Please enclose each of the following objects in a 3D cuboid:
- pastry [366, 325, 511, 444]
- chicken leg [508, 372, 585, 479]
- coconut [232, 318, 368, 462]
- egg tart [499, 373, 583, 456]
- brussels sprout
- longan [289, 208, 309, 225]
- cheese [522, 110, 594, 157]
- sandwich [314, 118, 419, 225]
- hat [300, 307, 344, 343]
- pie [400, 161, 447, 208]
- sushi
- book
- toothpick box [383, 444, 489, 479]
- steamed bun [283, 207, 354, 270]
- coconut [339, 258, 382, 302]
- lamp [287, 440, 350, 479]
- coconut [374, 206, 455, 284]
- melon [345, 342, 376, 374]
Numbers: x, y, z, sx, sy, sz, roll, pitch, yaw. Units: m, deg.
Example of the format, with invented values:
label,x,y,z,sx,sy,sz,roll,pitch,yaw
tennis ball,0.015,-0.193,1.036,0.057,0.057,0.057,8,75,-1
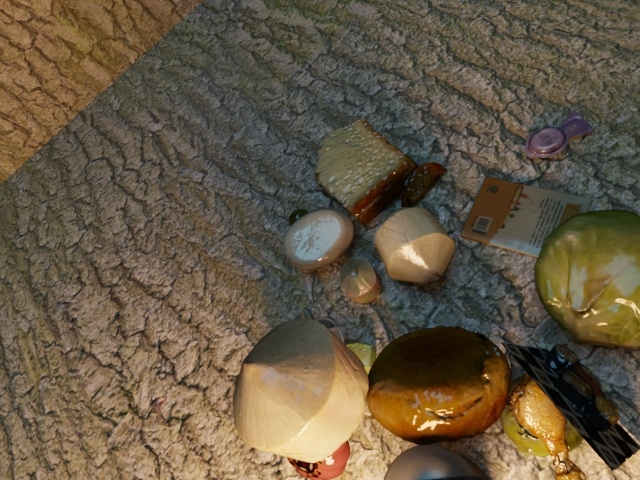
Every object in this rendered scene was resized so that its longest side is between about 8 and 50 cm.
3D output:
label,x,y,z,sx,sy,sz,roll,pitch,yaw
pastry,0.267,0.323,1.196,0.356,0.163,0.356,-11,18,4
chicken leg,0.484,0.401,1.079,0.107,0.087,0.251,-23,78,0
coconut,-0.059,0.328,1.133,0.329,0.329,0.328,-11,59,20
egg tart,0.504,0.393,1.174,0.197,0.078,0.197,-10,60,19
brussels sprout,0.665,0.082,1.176,0.328,0.247,0.327,-17,62,34
longan,-0.067,-0.073,1.713,0.075,0.075,0.083,-16,17,17
cheese,0.684,-0.300,1.493,0.191,0.042,0.105,-29,56,7
sandwich,0.122,-0.232,1.669,0.262,0.131,0.325,-43,57,0
hat,-0.028,0.313,1.423,0.226,0.164,0.219,19,52,32
pie,0.306,-0.177,1.576,0.191,0.088,0.033,-45,25,-2
sushi,0.546,0.312,1.069,0.059,0.292,0.294,-52,51,21
book,0.567,-0.062,1.430,0.296,0.020,0.207,19,72,32
toothpick box,0.257,0.538,1.065,0.229,0.316,0.228,-11,60,19
steamed bun,0.000,0.000,1.595,0.228,0.130,0.177,-36,64,2
coconut,0.113,0.116,1.483,0.116,0.122,0.116,-11,59,19
lamp,-0.007,0.516,1.304,0.182,0.140,0.181,10,113,26
coconut,0.262,0.025,1.420,0.202,0.202,0.222,-31,49,7
melon,0.067,0.362,1.409,0.210,0.064,0.118,-31,54,4
